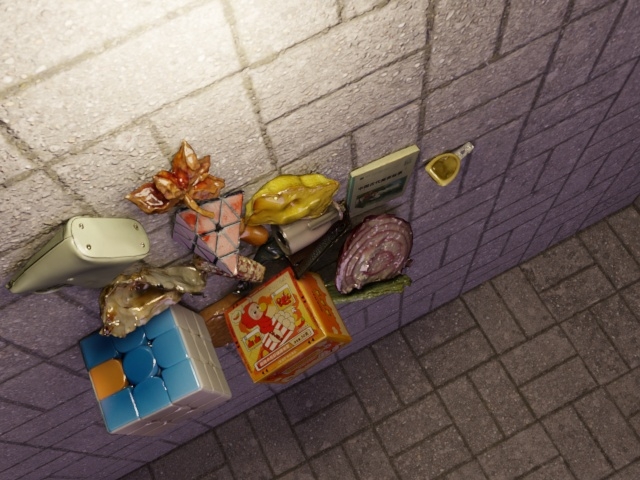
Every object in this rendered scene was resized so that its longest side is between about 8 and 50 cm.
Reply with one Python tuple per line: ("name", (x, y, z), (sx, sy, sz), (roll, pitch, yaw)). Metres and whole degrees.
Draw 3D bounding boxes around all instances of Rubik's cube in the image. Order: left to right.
("Rubik's cube", (-0.473, 0.378, 1.955), (0.291, 0.291, 0.291), (-27, 160, 2))
("Rubik's cube", (-0.306, -0.032, 1.552), (0.178, 0.211, 0.190), (-11, 154, 36))

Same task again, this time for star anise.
("star anise", (-0.292, -0.108, 1.364), (0.212, 0.111, 0.196), (-17, 150, -13))

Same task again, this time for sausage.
("sausage", (-0.190, -0.024, 1.748), (0.062, 0.054, 0.183), (-64, 152, 1))

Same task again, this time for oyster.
("oyster", (-0.414, 0.127, 1.694), (0.337, 0.133, 0.198), (-14, 154, -44))

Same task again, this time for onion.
("onion", (0.164, 0.013, 2.195), (0.314, 0.146, 0.280), (-8, 124, -31))

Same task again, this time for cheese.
("cheese", (0.395, -0.236, 1.994), (0.162, 0.086, 0.036), (-40, 168, -13))

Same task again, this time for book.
("book", (0.169, -0.161, 1.935), (0.214, 0.025, 0.283), (-24, 160, -10))

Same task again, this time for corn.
("corn", (-0.239, 0.065, 1.797), (0.237, 0.080, 0.079), (19, 130, -44))

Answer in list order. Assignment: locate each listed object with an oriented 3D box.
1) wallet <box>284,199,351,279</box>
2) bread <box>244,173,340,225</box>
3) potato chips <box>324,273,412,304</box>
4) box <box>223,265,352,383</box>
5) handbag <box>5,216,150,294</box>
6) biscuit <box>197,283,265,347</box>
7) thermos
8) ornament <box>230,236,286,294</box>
("wallet", (0.000, 0.000, 1.940), (0.243, 0.039, 0.133), (-45, 150, -18))
("bread", (-0.078, -0.105, 1.664), (0.233, 0.088, 0.161), (-14, 149, -29))
("potato chips", (0.103, 0.168, 2.345), (0.429, 0.070, 0.358), (-14, -171, -9))
("box", (-0.104, 0.265, 2.081), (0.283, 0.260, 0.214), (-36, 153, 17))
("handbag", (-0.530, 0.068, 1.454), (0.315, 0.109, 0.241), (-38, 157, 31))
("biscuit", (-0.286, 0.272, 2.289), (0.385, 0.062, 0.365), (-43, 155, 31))
("thermos", (-0.023, -0.047, 1.821), (0.193, 0.105, 0.137), (-27, -175, -18))
("ornament", (-0.165, 0.077, 1.982), (0.236, 0.080, 0.202), (-43, 152, 27))
